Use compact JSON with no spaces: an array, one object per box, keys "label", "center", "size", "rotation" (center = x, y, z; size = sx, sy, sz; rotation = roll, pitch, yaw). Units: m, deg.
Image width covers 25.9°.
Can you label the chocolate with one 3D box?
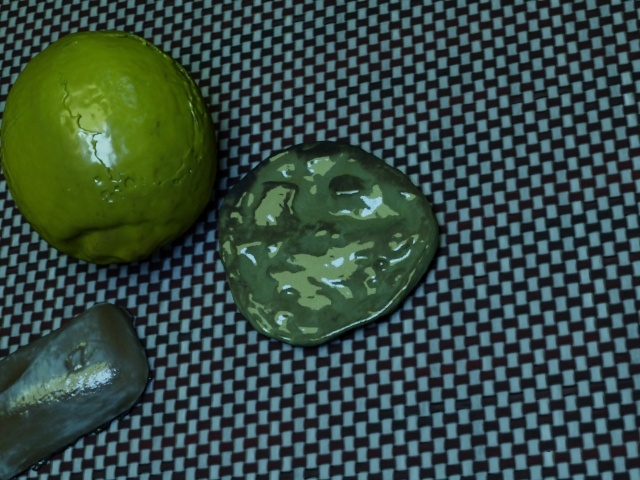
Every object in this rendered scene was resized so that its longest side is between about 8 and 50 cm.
[{"label":"chocolate","center":[-0.348,0.184,1.778],"size":[0.261,0.083,0.161],"rotation":[-33,55,2]}]

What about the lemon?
[{"label":"lemon","center":[-0.273,-0.119,1.796],"size":[0.297,0.297,0.297],"rotation":[-9,61,16]}]

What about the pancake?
[{"label":"pancake","center":[0.000,0.000,1.765],"size":[0.294,0.049,0.294],"rotation":[-7,63,14]}]
